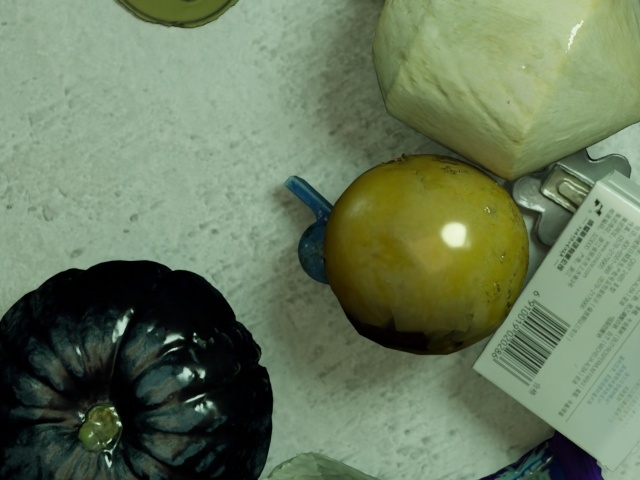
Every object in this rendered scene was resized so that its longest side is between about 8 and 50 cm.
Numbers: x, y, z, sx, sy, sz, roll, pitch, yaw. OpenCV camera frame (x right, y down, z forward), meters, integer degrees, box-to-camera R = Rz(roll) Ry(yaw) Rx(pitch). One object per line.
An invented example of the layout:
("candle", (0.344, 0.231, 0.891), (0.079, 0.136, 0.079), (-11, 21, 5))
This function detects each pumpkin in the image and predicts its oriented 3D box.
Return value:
("pumpkin", (-0.230, 0.197, 1.306), (0.363, 0.266, 0.363), (0, 87, 7))

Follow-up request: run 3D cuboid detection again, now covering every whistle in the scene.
("whistle", (0.000, 0.000, 1.372), (0.158, 0.090, 0.090), (42, 95, 14))

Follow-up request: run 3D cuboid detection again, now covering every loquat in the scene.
("loquat", (0.121, 0.017, 1.255), (0.235, 0.235, 0.235), (0, 92, 5))

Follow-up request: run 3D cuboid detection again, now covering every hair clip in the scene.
("hair clip", (0.355, -0.021, 1.348), (0.257, 0.075, 0.146), (35, 110, 10))

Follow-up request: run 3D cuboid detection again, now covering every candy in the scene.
("candy", (0.233, 0.332, 1.374), (0.275, 0.070, 0.145), (-28, 97, 1))

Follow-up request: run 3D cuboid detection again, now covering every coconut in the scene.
("coconut", (0.227, -0.213, 1.239), (0.329, 0.329, 0.329), (0, 92, 5))

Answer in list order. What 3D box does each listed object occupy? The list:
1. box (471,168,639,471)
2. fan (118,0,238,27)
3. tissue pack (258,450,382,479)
("box", (0.338, 0.088, 1.279), (0.203, 0.116, 0.274), (35, 113, 15))
("fan", (-0.220, -0.392, 1.406), (0.335, 0.011, 0.230), (11, 93, 2))
("tissue pack", (0.022, 0.475, 1.289), (0.297, 0.207, 0.380), (19, 99, 19))
